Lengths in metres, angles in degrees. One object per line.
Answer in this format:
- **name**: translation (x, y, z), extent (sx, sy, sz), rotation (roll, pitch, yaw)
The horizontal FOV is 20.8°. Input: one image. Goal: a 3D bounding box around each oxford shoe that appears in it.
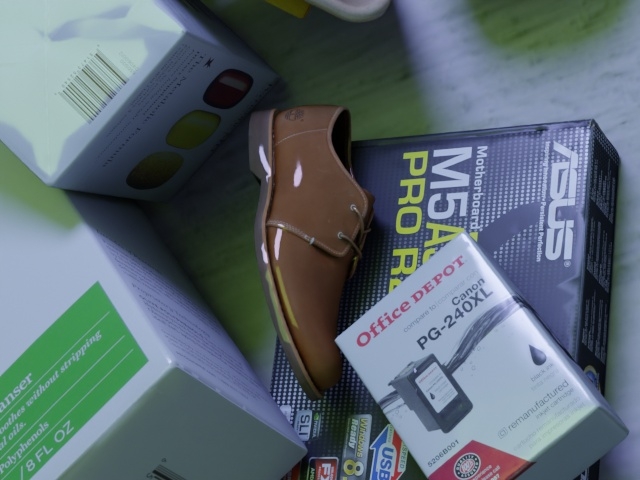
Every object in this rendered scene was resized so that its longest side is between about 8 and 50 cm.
- **oxford shoe**: translation (0.000, 0.000, 1.136), extent (0.076, 0.076, 0.212), rotation (-11, 64, 12)

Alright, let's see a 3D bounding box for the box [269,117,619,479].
- **box**: translation (0.078, 0.061, 1.144), extent (0.216, 0.060, 0.270), rotation (-3, 67, 28)

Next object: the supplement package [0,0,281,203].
- **supplement package**: translation (-0.144, -0.122, 1.212), extent (0.134, 0.244, 0.139), rotation (44, 99, 10)

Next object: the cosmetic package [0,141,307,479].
- **cosmetic package**: translation (-0.190, 0.069, 1.194), extent (0.197, 0.155, 0.365), rotation (-46, 46, 5)

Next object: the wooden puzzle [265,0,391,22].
- **wooden puzzle**: translation (-0.071, -0.216, 1.213), extent (0.221, 0.238, 0.044), rotation (-94, 26, -70)

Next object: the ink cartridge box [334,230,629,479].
- **ink cartridge box**: translation (0.094, 0.086, 1.049), extent (0.109, 0.063, 0.150), rotation (-41, 56, 7)
